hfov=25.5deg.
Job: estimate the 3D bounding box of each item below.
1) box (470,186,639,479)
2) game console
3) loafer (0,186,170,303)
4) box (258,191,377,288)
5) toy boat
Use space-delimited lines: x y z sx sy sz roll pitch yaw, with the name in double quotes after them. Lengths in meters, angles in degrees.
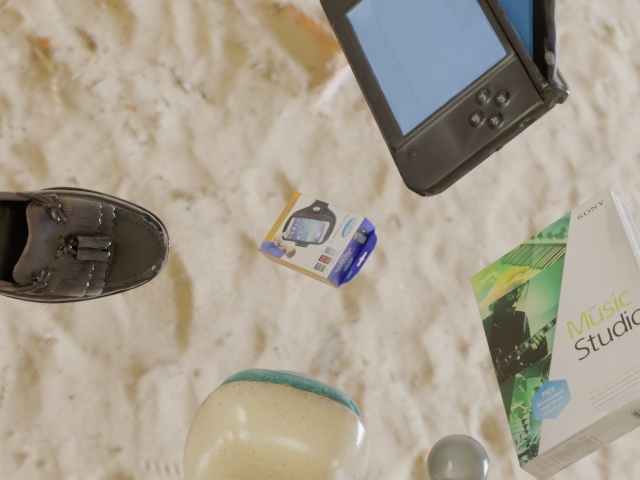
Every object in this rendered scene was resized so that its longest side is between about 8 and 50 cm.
0.320 0.112 1.773 0.058 0.232 0.322 36 29 -35 "box"
0.091 -0.233 1.265 0.173 0.250 0.293 25 35 -48 "game console"
-0.280 0.003 1.240 0.303 0.095 0.109 7 95 -12 "loafer"
0.000 0.000 1.541 0.028 0.136 0.081 41 76 -40 "box"
0.018 0.235 1.466 0.318 0.267 0.148 16 49 -4 "toy boat"
